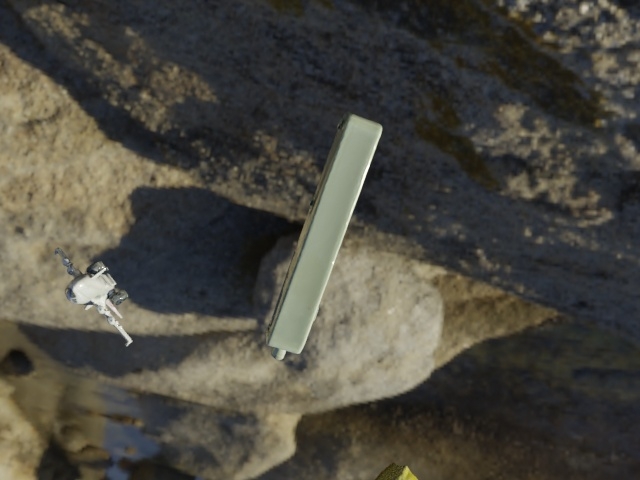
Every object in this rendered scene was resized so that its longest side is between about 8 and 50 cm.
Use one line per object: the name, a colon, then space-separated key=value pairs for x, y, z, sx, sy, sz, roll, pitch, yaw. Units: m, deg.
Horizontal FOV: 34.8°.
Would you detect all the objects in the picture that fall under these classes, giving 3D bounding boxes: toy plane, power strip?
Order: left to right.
toy plane: x=-0.298 y=0.065 z=1.335 sx=0.162 sy=0.065 sz=0.171 roll=51 pitch=167 yaw=6
power strip: x=0.000 y=0.000 z=1.515 sx=0.062 sy=0.385 sz=0.091 roll=18 pitch=-172 yaw=-6

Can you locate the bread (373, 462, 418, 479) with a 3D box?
bread: x=0.114 y=0.324 z=0.964 sx=0.226 sy=0.088 sz=0.049 roll=52 pitch=157 yaw=-3
